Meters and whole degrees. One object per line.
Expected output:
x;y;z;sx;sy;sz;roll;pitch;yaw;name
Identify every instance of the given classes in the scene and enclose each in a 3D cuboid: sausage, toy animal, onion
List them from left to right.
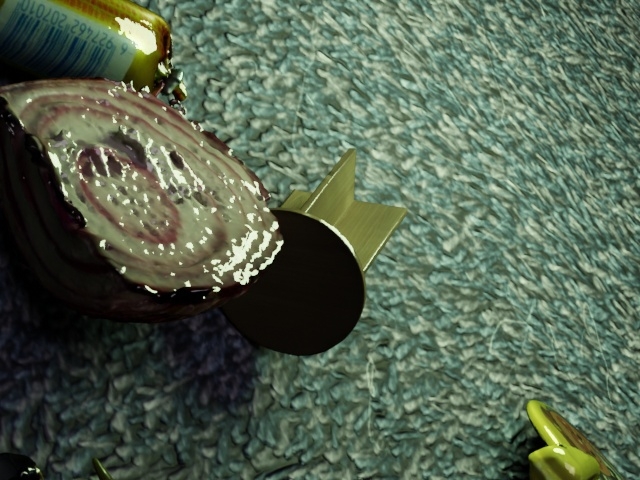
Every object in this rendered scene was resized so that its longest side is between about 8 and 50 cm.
-0.231;0.240;1.726;0.202;0.070;0.105;10;67;-48;toy animal
-0.260;-0.218;1.977;0.317;0.117;0.125;23;55;-37;sausage
-0.179;-0.019;1.884;0.280;0.146;0.314;-4;45;-48;onion

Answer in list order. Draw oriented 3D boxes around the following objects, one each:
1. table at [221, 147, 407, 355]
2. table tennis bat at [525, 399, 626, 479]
0.000;0.000;2.068;0.167;0.167;0.226;49;30;-7;table
0.294;0.258;2.137;0.224;0.054;0.369;50;10;19;table tennis bat
